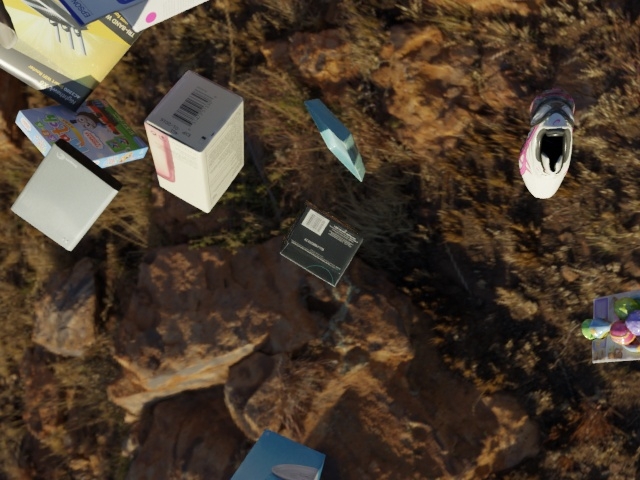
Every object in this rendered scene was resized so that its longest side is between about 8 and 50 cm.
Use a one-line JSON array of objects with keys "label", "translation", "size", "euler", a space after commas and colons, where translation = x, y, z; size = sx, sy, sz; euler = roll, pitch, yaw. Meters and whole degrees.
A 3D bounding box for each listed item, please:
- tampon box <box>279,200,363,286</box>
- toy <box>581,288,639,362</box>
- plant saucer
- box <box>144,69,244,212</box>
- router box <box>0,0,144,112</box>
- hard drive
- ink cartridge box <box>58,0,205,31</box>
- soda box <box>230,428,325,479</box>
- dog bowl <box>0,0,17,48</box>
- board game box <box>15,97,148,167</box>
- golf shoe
[{"label": "tampon box", "translation": [0.000, 0.000, 1.182], "size": [0.120, 0.161, 0.101], "euler": [31, 95, -5]}, {"label": "toy", "translation": [0.579, 0.157, 1.206], "size": [0.237, 0.056, 0.137], "euler": [129, 151, -72]}, {"label": "plant saucer", "translation": [0.023, -0.118, 0.758], "size": [0.018, 0.192, 0.067], "euler": [-43, 79, 3]}, {"label": "box", "translation": [-0.239, -0.188, 1.244], "size": [0.127, 0.232, 0.148], "euler": [29, 65, 7]}, {"label": "router box", "translation": [-0.531, -0.427, 1.202], "size": [0.243, 0.309, 0.081], "euler": [-44, 43, 16]}, {"label": "hard drive", "translation": [-0.328, -0.057, 0.818], "size": [0.094, 0.022, 0.135], "euler": [39, 122, -15]}, {"label": "ink cartridge box", "translation": [-0.252, -0.437, 0.986], "size": [0.176, 0.371, 0.069], "euler": [48, 151, 14]}, {"label": "soda box", "translation": [-0.068, 0.270, 0.572], "size": [0.071, 0.210, 0.067], "euler": [19, 118, 14]}, {"label": "dog bowl", "translation": [-0.366, -0.163, 0.355], "size": [0.349, 0.349, 0.102], "euler": [3, 102, 35]}, {"label": "board game box", "translation": [-0.491, -0.219, 1.320], "size": [0.160, 0.211, 0.039], "euler": [47, 126, 9]}, {"label": "golf shoe", "translation": [0.312, -0.115, 0.883], "size": [0.067, 0.186, 0.086], "euler": [3, 54, 17]}]
